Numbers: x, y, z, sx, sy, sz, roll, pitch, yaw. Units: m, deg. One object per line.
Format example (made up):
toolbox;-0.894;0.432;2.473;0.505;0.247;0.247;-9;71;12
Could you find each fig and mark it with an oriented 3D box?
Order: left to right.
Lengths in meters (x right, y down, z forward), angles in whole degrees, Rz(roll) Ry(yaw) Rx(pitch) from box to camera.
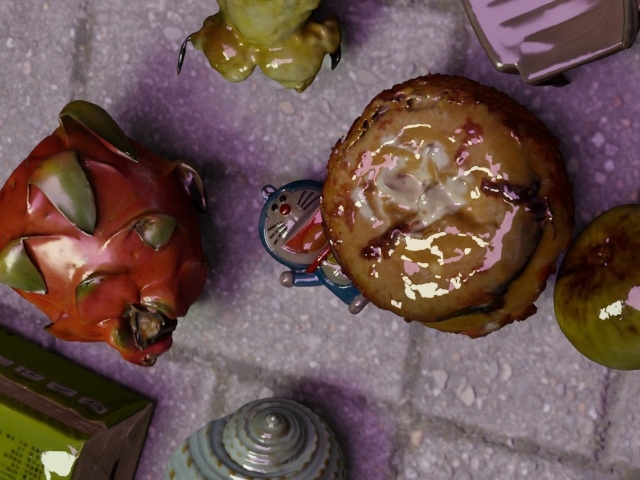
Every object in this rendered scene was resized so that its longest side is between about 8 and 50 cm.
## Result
fig;0.273;0.044;1.518;0.136;0.121;0.153;-112;34;-41

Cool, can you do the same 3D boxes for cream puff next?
cream puff;0.122;-0.032;1.553;0.240;0.164;0.240;-2;86;28

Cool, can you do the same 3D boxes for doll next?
doll;0.000;0.000;1.656;0.152;0.085;0.114;45;90;0

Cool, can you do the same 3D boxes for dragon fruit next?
dragon fruit;-0.211;-0.002;1.678;0.227;0.224;0.224;31;110;12

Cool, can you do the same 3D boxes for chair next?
chair;0.193;-0.219;1.396;0.183;0.326;0.175;-22;88;25

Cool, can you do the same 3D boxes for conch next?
conch;-0.053;0.254;1.682;0.131;0.172;0.200;27;132;52

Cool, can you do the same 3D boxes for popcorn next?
popcorn;-0.050;-0.250;1.601;0.168;0.173;0.195;-122;28;-44

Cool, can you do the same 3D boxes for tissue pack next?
tissue pack;-0.345;0.217;1.799;0.275;0.167;0.200;24;110;17
